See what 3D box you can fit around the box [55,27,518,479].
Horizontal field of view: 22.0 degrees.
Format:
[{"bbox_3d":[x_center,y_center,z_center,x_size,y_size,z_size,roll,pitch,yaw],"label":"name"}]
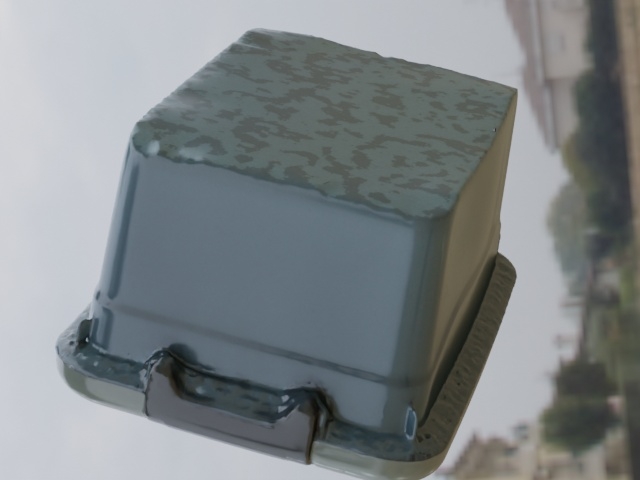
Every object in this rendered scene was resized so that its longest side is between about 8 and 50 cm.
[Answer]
[{"bbox_3d":[0.000,0.000,0.705,0.227,0.162,0.130,-53,-25,-65],"label":"box"}]
